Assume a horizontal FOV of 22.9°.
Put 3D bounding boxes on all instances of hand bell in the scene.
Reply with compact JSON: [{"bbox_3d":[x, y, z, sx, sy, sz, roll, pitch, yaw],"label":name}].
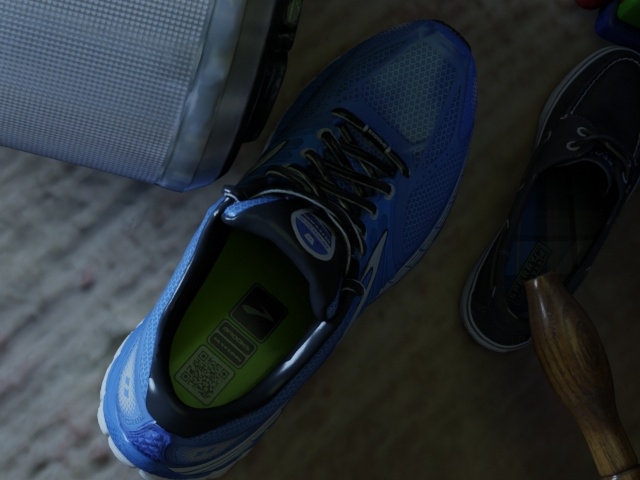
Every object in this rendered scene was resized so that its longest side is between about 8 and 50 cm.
[{"bbox_3d":[0.178,0.132,0.938,0.126,0.126,0.242,-22,90,-17],"label":"hand bell"}]

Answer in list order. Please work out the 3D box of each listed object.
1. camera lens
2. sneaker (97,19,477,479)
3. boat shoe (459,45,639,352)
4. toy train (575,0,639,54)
[{"bbox_3d":[-0.151,-0.158,0.886,0.274,0.219,0.219,14,75,-10],"label":"camera lens"},{"bbox_3d":[0.000,0.000,0.927,0.130,0.147,0.330,35,72,-4],"label":"sneaker"},{"bbox_3d":[0.161,-0.034,1.008,0.080,0.076,0.228,35,73,-4],"label":"boat shoe"},{"bbox_3d":[0.265,-0.251,1.043,0.105,0.143,0.248,23,74,-8],"label":"toy train"}]
